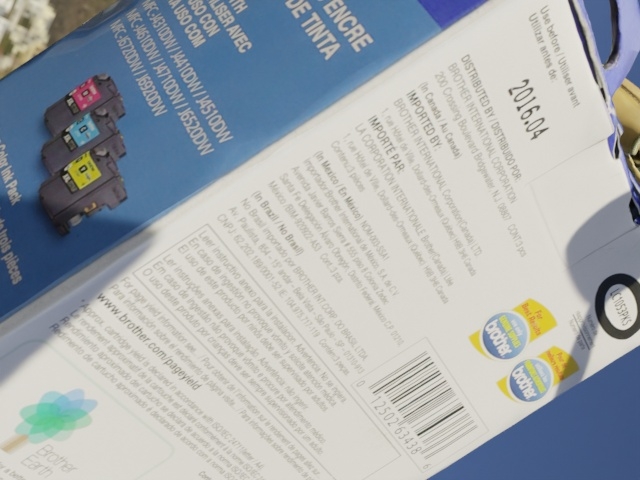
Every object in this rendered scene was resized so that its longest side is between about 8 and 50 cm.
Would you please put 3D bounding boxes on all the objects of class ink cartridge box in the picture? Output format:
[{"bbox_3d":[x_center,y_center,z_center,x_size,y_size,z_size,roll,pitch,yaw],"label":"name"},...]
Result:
[{"bbox_3d":[0.000,0.000,0.556,0.395,0.270,0.151,-32,-131,3],"label":"ink cartridge box"}]

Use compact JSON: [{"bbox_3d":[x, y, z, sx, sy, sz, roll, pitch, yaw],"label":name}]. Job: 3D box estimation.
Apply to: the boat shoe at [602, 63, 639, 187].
[{"bbox_3d":[0.281,-0.088,1.027,0.068,0.190,0.072,-42,168,7],"label":"boat shoe"}]
